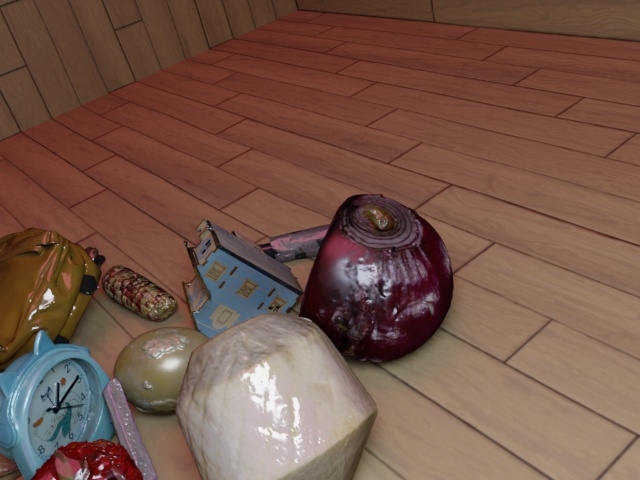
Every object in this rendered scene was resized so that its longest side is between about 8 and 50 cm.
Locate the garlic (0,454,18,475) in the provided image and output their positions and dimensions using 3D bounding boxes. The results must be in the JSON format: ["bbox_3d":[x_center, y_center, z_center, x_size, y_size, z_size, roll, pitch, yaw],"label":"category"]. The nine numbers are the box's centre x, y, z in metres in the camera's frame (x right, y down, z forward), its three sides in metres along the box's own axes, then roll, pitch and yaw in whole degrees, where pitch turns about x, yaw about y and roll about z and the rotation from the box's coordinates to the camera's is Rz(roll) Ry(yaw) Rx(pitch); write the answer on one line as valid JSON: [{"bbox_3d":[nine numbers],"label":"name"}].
[{"bbox_3d":[-0.568,0.363,1.261,0.124,0.099,0.174,-5,31,44],"label":"garlic"}]

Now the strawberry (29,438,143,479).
[{"bbox_3d":[-0.370,0.399,1.062,0.187,0.184,0.201,-40,10,-5],"label":"strawberry"}]

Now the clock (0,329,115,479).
[{"bbox_3d":[-0.466,0.289,1.159,0.094,0.274,0.223,-1,33,23],"label":"clock"}]

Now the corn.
[{"bbox_3d":[-0.424,0.126,1.573,0.253,0.086,0.086,20,47,40],"label":"corn"}]

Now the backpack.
[{"bbox_3d":[-0.679,0.126,1.531,0.378,0.201,0.353,11,65,35],"label":"backpack"}]

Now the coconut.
[{"bbox_3d":[-0.060,0.276,1.025,0.329,0.328,0.328,-11,32,7],"label":"coconut"}]

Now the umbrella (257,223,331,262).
[{"bbox_3d":[0.000,0.000,1.602,0.338,0.067,0.073,-12,21,8],"label":"umbrella"}]

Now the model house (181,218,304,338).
[{"bbox_3d":[-0.201,0.106,1.423,0.206,0.271,0.178,-52,35,10],"label":"model house"}]

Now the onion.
[{"bbox_3d":[0.121,0.069,1.258,0.260,0.281,0.336,17,30,11],"label":"onion"}]

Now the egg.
[{"bbox_3d":[-0.286,0.243,1.266,0.202,0.164,0.164,-12,32,-8],"label":"egg"}]

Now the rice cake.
[{"bbox_3d":[-0.334,0.333,1.165,0.036,0.047,0.206,1,47,-46],"label":"rice cake"}]
